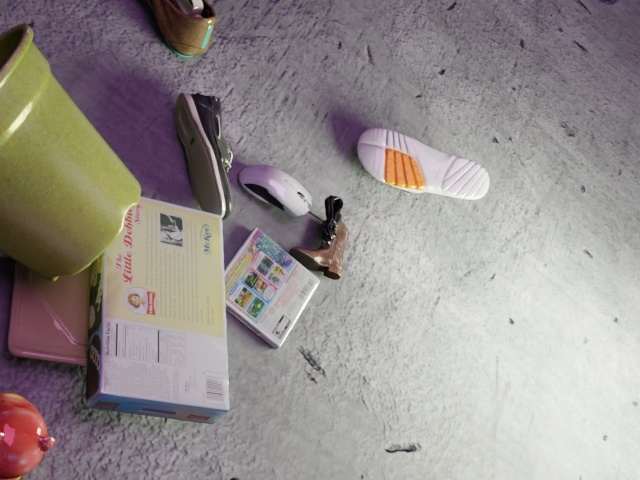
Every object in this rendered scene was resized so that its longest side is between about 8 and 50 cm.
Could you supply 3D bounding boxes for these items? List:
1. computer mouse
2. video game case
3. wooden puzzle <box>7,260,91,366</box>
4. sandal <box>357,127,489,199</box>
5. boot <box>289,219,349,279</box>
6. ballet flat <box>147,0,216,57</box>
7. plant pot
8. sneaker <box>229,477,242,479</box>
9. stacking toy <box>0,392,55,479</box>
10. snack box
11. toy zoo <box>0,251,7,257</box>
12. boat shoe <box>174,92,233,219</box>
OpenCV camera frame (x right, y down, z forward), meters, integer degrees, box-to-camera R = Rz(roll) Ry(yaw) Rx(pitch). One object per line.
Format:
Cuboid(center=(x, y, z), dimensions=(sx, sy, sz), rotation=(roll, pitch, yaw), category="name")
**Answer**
Cuboid(center=(-0.047, -0.076, 1.637), dimensions=(0.193, 0.042, 0.106), rotation=(29, 44, -7), category="computer mouse")
Cuboid(center=(-0.088, 0.075, 1.562), dimensions=(0.143, 0.019, 0.157), rotation=(40, 50, -9), category="video game case")
Cuboid(center=(-0.328, 0.077, 1.382), dimensions=(0.221, 0.044, 0.238), rotation=(13, 54, -28), category="wooden puzzle")
Cuboid(center=(0.185, -0.128, 1.826), dimensions=(0.265, 0.076, 0.102), rotation=(18, 77, -12), category="sandal")
Cuboid(center=(0.000, 0.000, 1.654), dimensions=(0.106, 0.037, 0.114), rotation=(30, 51, -24), category="boot")
Cuboid(center=(-0.280, -0.480, 1.668), dimensions=(0.116, 0.124, 0.342), rotation=(-24, 80, -41), category="ballet flat")
Cuboid(center=(-0.382, -0.090, 1.251), dimensions=(0.254, 0.276, 0.276), rotation=(46, 46, -28), category="plant pot")
Cuboid(center=(-0.127, 0.383, 1.348), dimensions=(0.044, 0.040, 0.109), rotation=(16, 57, -25), category="sneaker")
Cuboid(center=(-0.473, 0.169, 1.127), dimensions=(0.309, 0.130, 0.279), rotation=(3, 69, -43), category="stacking toy")
Cuboid(center=(-0.229, 0.089, 1.370), dimensions=(0.187, 0.060, 0.321), rotation=(14, 54, -29), category="snack box")
Cuboid(center=(-0.526, -0.049, 1.277), dimensions=(0.293, 0.030, 0.192), rotation=(-16, 71, -56), category="toy zoo")
Cuboid(center=(-0.174, -0.139, 1.579), dimensions=(0.079, 0.084, 0.233), rotation=(0, 62, -34), category="boat shoe")
